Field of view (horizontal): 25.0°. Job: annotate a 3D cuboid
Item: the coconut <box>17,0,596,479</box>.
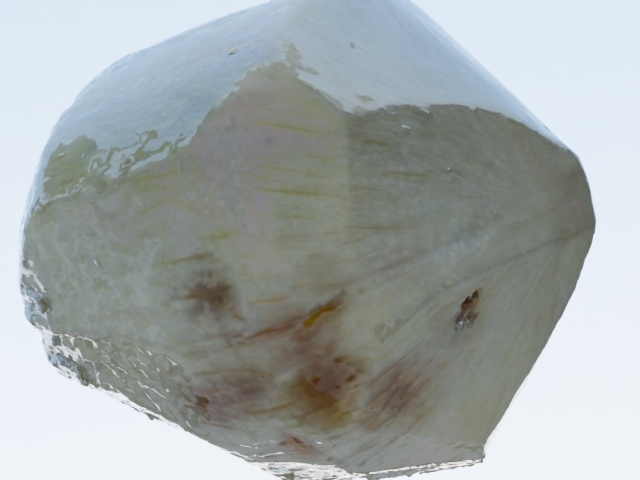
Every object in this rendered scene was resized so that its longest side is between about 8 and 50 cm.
[{"bbox_3d":[0.000,0.000,1.052,0.415,0.345,0.415,-3,-14,-1],"label":"coconut"}]
